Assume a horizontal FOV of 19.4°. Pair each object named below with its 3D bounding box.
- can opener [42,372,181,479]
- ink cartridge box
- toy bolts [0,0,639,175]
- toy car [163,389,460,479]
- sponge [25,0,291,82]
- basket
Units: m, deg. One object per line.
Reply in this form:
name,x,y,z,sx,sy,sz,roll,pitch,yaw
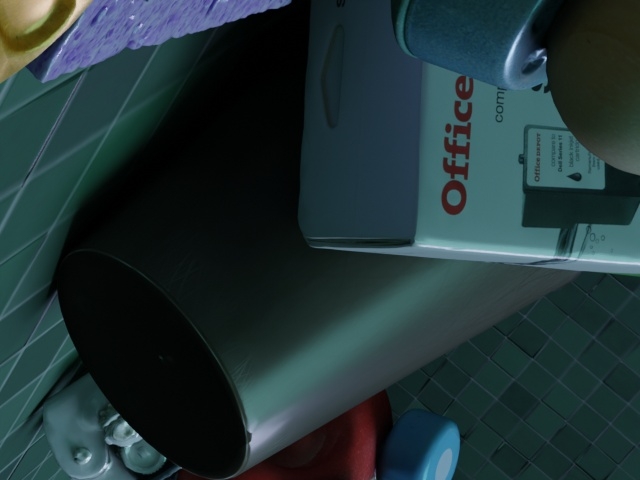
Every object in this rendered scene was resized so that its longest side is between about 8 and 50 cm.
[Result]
can opener,-0.038,0.052,1.077,0.280,0.074,0.093,-33,-165,6
ink cartridge box,0.102,-0.063,0.829,0.087,0.208,0.153,0,-93,58
toy bolts,0.017,-0.068,0.429,0.218,0.158,0.228,-49,162,9
toy car,-0.026,0.098,1.381,0.210,0.219,0.238,-43,142,-49
sponge,-0.025,-0.119,0.607,0.117,0.031,0.210,-53,172,22
basket,0.000,0.000,0.902,0.227,0.204,0.154,-38,-154,-30
